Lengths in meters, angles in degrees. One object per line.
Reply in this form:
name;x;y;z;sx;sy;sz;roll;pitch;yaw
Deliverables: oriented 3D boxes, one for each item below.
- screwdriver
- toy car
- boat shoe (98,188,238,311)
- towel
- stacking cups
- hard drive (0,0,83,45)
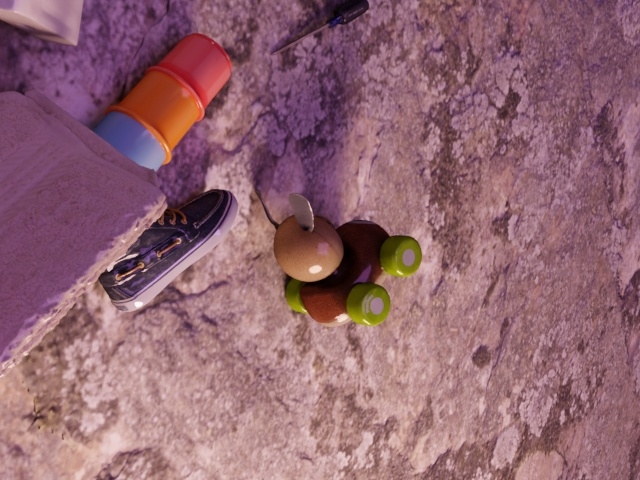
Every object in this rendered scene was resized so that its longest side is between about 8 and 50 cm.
screwdriver;0.000;-0.262;1.035;0.170;0.024;0.025;-39;156;-27
toy car;0.000;0.000;1.020;0.188;0.155;0.149;49;64;-29
boat shoe;-0.165;-0.013;0.884;0.183;0.065;0.083;-47;133;-27
towel;-0.279;0.004;0.686;0.282;0.187;0.049;-52;171;-25
stacking cups;-0.198;-0.083;0.809;0.316;0.096;0.096;-56;135;-22
hard drive;-0.211;-0.325;0.669;0.040;0.203;0.307;9;95;-6
